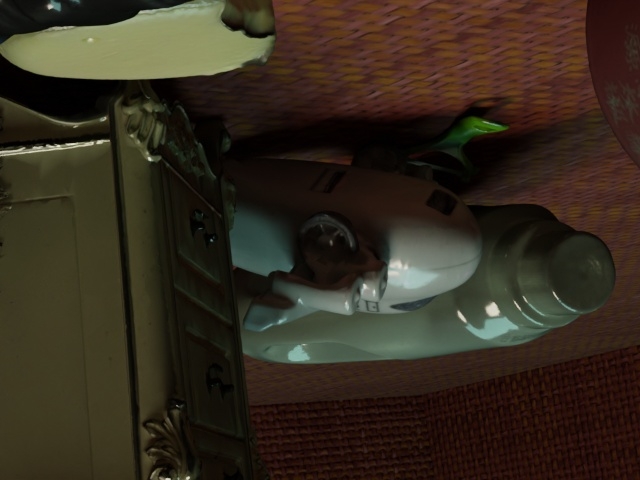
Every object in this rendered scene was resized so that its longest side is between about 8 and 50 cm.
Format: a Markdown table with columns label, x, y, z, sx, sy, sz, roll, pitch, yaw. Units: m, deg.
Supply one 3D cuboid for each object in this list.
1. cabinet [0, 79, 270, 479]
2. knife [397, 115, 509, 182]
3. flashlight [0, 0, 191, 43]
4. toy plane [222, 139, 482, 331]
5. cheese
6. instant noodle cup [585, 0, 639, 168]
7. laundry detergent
| label | x | y | z | sx | sy | sz | roll | pitch | yaw |
| --- | --- | --- | --- | --- | --- | --- | --- | --- | --- |
| cabinet | -0.164 | 0.060 | 1.144 | 0.227 | 0.318 | 0.290 | -7 | 169 | 6 |
| knife | 0.107 | -0.079 | 1.403 | 0.078 | 0.022 | 0.166 | 8 | 167 | -12 |
| flashlight | -0.192 | -0.112 | 0.779 | 0.424 | 0.103 | 0.103 | -12 | 169 | 27 |
| toy plane | 0.000 | -0.004 | 1.374 | 0.252 | 0.118 | 0.252 | -2 | -154 | 1 |
| cheese | -0.147 | -0.115 | 0.931 | 0.255 | 0.050 | 0.127 | -6 | 170 | -12 |
| instant noodle cup | 0.247 | -0.107 | 0.842 | 0.235 | 0.235 | 0.178 | -3 | 179 | -23 |
| laundry detergent | 0.091 | 0.038 | 1.518 | 0.264 | 0.125 | 0.398 | -13 | -176 | -27 |
